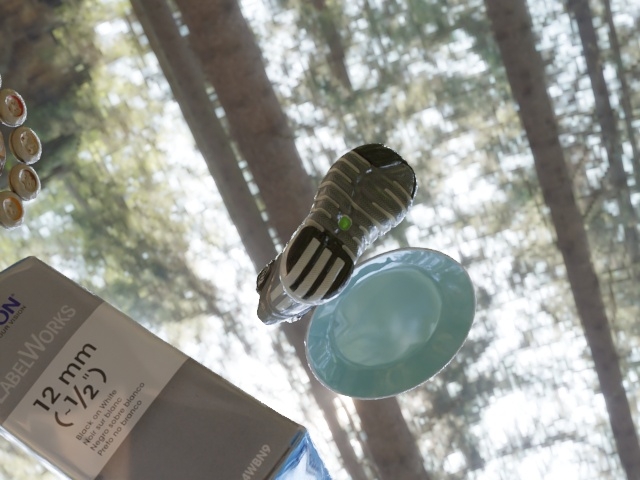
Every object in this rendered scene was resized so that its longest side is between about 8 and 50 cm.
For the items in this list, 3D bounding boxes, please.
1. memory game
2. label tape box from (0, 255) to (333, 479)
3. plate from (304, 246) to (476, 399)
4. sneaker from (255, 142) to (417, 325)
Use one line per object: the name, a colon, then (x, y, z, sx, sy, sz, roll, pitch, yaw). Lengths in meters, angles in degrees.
memory game: (-0.320, -0.091, 1.068, 0.012, 0.186, 0.186, -17, -147, 30)
label tape box: (-0.153, 0.128, 0.853, 0.347, 0.249, 0.115, 31, -108, 24)
plate: (0.070, 0.082, 1.203, 0.188, 0.188, 0.024, -26, -143, -4)
sneaker: (0.000, 0.000, 1.141, 0.132, 0.086, 0.229, -43, -176, 46)
